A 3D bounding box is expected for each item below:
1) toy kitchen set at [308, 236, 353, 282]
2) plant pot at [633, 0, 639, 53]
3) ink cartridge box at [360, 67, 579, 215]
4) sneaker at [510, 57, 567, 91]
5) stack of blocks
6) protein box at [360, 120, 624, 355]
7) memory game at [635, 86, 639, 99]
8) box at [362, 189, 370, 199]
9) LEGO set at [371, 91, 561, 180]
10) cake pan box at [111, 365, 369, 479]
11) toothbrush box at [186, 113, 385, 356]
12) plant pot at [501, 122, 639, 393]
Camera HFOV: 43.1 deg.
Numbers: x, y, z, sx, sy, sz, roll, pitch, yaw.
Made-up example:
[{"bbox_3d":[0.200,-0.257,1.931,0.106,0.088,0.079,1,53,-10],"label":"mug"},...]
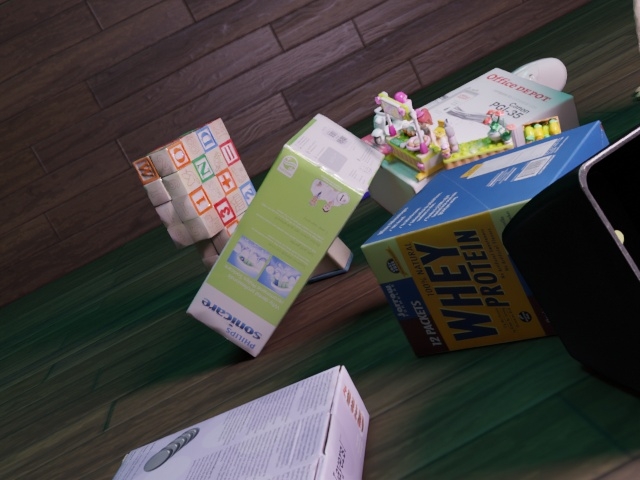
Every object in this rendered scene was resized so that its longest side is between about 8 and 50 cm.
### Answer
[{"bbox_3d":[0.000,0.000,1.376,0.166,0.122,0.207,-19,35,32],"label":"toy kitchen set"},{"bbox_3d":[0.578,-0.305,0.938,0.305,0.333,0.334,0,28,44],"label":"plant pot"},{"bbox_3d":[0.224,-0.137,1.245,0.283,0.117,0.207,-29,32,-10],"label":"ink cartridge box"},{"bbox_3d":[0.378,-0.251,1.592,0.290,0.106,0.123,-37,19,0],"label":"sneaker"},{"bbox_3d":[-0.191,-0.049,1.462,0.087,0.297,0.171,-16,17,34],"label":"stack of blocks"},{"bbox_3d":[0.191,-0.002,0.834,0.201,0.136,0.200,-17,16,40],"label":"protein box"},{"bbox_3d":[0.624,-0.283,1.374,0.186,0.012,0.186,-26,12,6],"label":"memory game"},{"bbox_3d":[0.087,-0.140,1.785,0.126,0.072,0.137,-30,13,-11],"label":"box"},{"bbox_3d":[0.174,-0.158,1.095,0.287,0.107,0.132,13,48,41],"label":"LEGO set"},{"bbox_3d":[-0.087,0.224,0.663,0.246,0.070,0.267,-27,12,13],"label":"cake pan box"},{"bbox_3d":[-0.044,-0.012,1.127,0.283,0.122,0.206,-59,0,24],"label":"toothbrush box"},{"bbox_3d":[0.251,0.003,0.613,0.187,0.188,0.167,-32,3,-22],"label":"plant pot"}]
